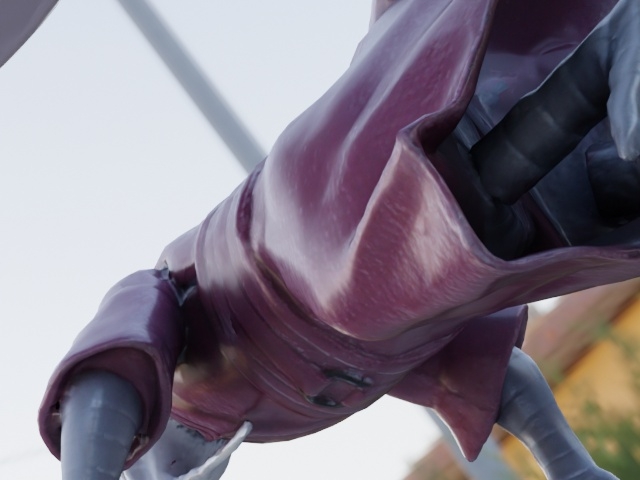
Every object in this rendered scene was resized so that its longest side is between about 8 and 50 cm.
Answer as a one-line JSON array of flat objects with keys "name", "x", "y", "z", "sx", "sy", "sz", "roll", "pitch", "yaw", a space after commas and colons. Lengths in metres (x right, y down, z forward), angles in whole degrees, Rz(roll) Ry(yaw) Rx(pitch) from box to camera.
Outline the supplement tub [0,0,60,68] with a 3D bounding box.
[{"name": "supplement tub", "x": -0.245, "y": -0.195, "z": 0.624, "sx": 0.228, "sy": 0.316, "sz": 0.228, "roll": -35, "pitch": -16, "yaw": -11}]

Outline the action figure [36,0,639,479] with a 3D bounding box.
[{"name": "action figure", "x": 0.000, "y": 0.000, "z": 0.628, "sx": 0.248, "sy": 0.276, "sz": 0.370, "roll": 2, "pitch": -26, "yaw": -38}]
